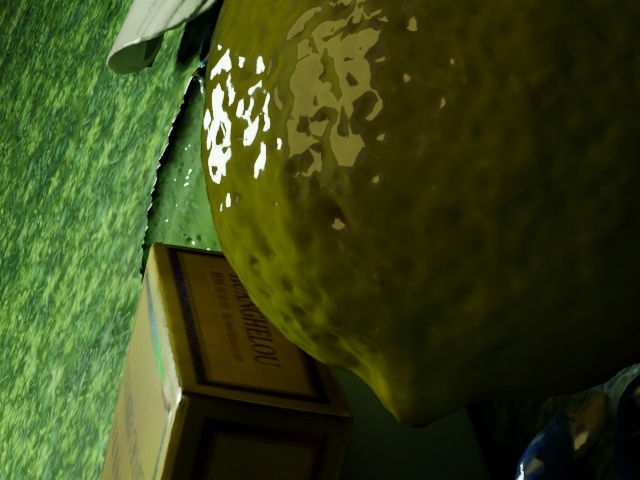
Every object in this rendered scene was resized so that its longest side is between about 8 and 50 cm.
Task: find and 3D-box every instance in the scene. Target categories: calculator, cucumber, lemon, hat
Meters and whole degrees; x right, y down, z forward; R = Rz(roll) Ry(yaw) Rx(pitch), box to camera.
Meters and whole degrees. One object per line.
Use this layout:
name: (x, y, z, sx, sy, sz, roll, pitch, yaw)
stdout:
calculator: (-0.085, -0.213, 1.591, 0.141, 0.019, 0.094, -50, 27, 44)
cucumber: (-0.069, -0.027, 1.291, 0.085, 0.115, 0.193, -19, -41, -58)
lemon: (0.073, -0.058, 0.727, 0.267, 0.267, 0.267, -51, 27, 40)
hat: (-0.168, -0.286, 1.683, 0.226, 0.164, 0.219, -46, 8, -28)

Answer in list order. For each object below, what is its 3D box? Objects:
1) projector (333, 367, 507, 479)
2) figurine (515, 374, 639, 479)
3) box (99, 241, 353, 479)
projector: (0.048, 0.160, 0.783, 0.108, 0.108, 0.337, -59, 22, 25)
figurine: (0.138, 0.128, 0.590, 0.164, 0.121, 0.262, -22, 21, 30)
box: (-0.072, 0.175, 0.846, 0.193, 0.084, 0.302, -113, 35, -68)
